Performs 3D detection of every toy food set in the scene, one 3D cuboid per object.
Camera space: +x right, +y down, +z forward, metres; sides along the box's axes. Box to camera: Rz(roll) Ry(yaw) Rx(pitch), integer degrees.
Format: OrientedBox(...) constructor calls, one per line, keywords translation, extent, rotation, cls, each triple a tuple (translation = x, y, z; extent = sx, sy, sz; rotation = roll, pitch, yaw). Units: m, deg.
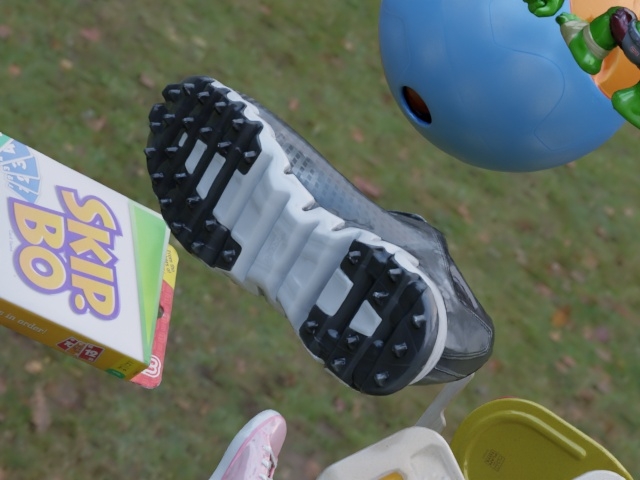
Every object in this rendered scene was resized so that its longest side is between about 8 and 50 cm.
OrientedBox(translation=(0.188, 0.206, 1.462), extent=(0.218, 0.128, 0.071), rotation=(35, 14, 25), cls="toy food set")

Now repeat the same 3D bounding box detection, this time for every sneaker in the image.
OrientedBox(translation=(0.000, 0.000, 0.817), extent=(0.106, 0.078, 0.234), rotation=(15, 22, -50), cls="sneaker")
OrientedBox(translation=(-0.050, 0.195, 1.239), extent=(0.070, 0.051, 0.134), rotation=(25, 62, 27), cls="sneaker")

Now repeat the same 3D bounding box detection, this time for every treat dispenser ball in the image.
OrientedBox(translation=(0.201, -0.213, 1.681), extent=(0.288, 0.288, 0.288), rotation=(28, 25, -14), cls="treat dispenser ball")

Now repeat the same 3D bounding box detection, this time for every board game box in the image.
OrientedBox(translation=(-0.199, -0.003, 1.079), extent=(0.259, 0.039, 0.124), rotation=(30, 47, -30), cls="board game box")

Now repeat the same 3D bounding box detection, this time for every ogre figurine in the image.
OrientedBox(translation=(0.253, -0.153, 1.221), extent=(0.097, 0.118, 0.197), rotation=(-11, 64, -51), cls="ogre figurine")

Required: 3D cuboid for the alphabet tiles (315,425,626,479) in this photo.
OrientedBox(translation=(0.053, 0.238, 0.764), extent=(0.284, 0.278, 0.021), rotation=(63, -8, 2), cls="alphabet tiles")
